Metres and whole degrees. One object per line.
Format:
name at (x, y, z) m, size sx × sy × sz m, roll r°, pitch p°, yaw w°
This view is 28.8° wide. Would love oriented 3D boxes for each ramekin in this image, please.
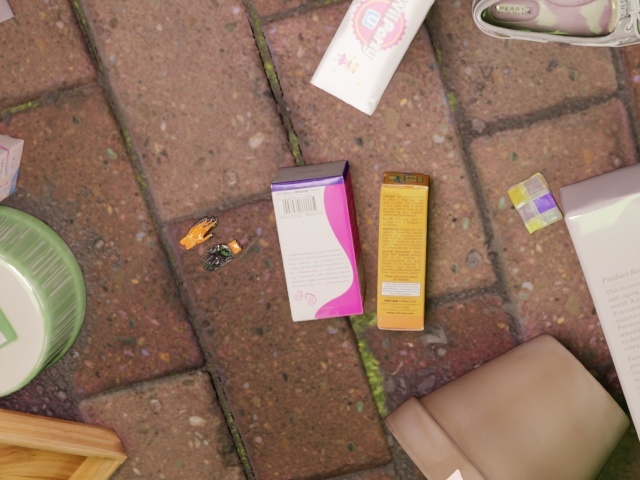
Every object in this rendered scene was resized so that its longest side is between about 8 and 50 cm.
ramekin at (-0.538, 0.106, 1.980) m, size 0.303 × 0.148 × 0.303 m, roll 2°, pitch 108°, yaw 6°

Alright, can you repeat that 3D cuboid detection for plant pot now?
plant pot at (0.303, 0.301, 1.890) m, size 0.280 × 0.323 × 0.323 m, roll -42°, pitch 100°, yaw 1°

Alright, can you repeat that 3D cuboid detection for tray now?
tray at (-0.528, 0.358, 1.968) m, size 0.411 × 0.076 × 0.203 m, roll 21°, pitch 116°, yaw -48°

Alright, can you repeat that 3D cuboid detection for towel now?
towel at (0.327, -0.057, 1.904) m, size 0.060 × 0.009 × 0.083 m, roll -26°, pitch 103°, yaw 13°

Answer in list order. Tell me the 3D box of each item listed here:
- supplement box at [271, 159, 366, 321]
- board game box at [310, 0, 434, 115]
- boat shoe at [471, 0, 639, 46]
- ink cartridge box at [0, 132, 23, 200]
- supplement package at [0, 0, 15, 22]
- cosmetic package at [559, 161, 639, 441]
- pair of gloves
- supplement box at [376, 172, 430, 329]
supplement box at (0.000, 0.000, 1.906) m, size 0.111 × 0.114 × 0.220 m, roll -6°, pitch 106°, yaw 7°
board game box at (0.095, -0.314, 1.691) m, size 0.097 × 0.303 × 0.224 m, roll 29°, pitch 108°, yaw -3°
boat shoe at (0.374, -0.328, 1.762) m, size 0.320 × 0.103 × 0.118 m, roll 1°, pitch 108°, yaw 6°
ink cartridge box at (-0.527, -0.108, 1.911) m, size 0.089 × 0.143 × 0.092 m, roll 16°, pitch 109°, yaw 1°
supplement package at (-0.606, -0.339, 1.850) m, size 0.244 × 0.134 × 0.139 m, roll -19°, pitch 105°, yaw 12°
cosmetic package at (0.534, 0.112, 1.856) m, size 0.230 × 0.161 × 0.453 m, roll -18°, pitch 105°, yaw 12°
pair of gloves at (-0.174, 0.006, 1.980) m, size 0.074 × 0.010 × 0.083 m, roll -38°, pitch 103°, yaw 15°
supplement box at (0.127, 0.017, 1.916) m, size 0.080 × 0.078 × 0.233 m, roll 1°, pitch 109°, yaw 6°
